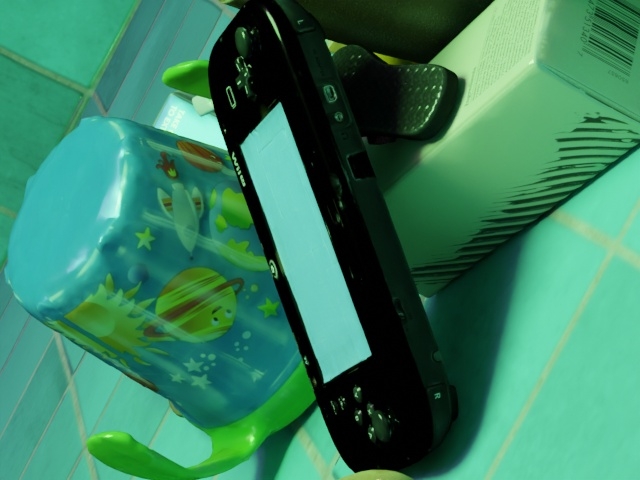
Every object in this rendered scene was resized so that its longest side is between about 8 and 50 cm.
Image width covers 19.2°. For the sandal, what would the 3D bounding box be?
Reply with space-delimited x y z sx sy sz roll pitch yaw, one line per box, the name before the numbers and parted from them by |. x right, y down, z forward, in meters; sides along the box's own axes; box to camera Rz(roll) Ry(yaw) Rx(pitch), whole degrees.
sandal | 0.046 -0.091 1.264 0.179 0.040 0.067 19 87 60

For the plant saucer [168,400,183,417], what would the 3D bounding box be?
plant saucer | -0.057 0.038 1.708 0.278 0.041 0.278 -56 17 28

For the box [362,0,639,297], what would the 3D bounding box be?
box | 0.113 -0.073 1.251 0.275 0.094 0.113 -41 27 54

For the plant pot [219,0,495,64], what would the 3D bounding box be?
plant pot | 0.078 -0.212 1.328 0.215 0.230 0.215 -56 18 28

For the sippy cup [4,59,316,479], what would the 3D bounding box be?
sippy cup | -0.116 0.017 1.492 0.240 0.224 0.305 -49 36 21

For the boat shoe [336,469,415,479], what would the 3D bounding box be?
boat shoe | -0.005 0.206 1.222 0.207 0.073 0.073 -39 27 56

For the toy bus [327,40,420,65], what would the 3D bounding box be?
toy bus | 0.058 -0.141 1.510 0.191 0.104 0.202 -67 17 -14

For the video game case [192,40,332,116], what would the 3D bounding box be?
video game case | -0.003 -0.173 1.687 0.201 0.023 0.183 -28 5 -20

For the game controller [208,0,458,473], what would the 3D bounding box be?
game controller | 0.000 0.000 1.251 0.166 0.067 0.319 -33 74 59

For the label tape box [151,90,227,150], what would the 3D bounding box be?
label tape box | -0.156 -0.017 1.860 0.249 0.115 0.348 -62 2 4
